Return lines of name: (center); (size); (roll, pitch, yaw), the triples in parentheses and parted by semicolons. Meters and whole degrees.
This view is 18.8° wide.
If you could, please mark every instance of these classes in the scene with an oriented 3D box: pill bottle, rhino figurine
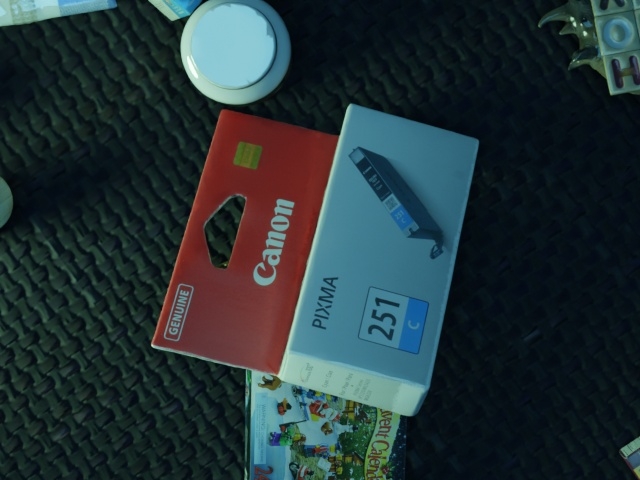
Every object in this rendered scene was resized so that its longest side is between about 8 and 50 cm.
pill bottle: (-0.080, -0.184, 1.875); (0.108, 0.180, 0.108); (0, 94, 0)
rhino figurine: (0.337, -0.195, 1.928); (0.243, 0.073, 0.106); (10, 90, 1)

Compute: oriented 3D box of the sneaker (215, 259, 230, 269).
sneaker: (-0.035, 0.047, 1.952); (0.192, 0.064, 0.086); (-23, 107, -3)

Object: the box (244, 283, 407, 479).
box: (0.006, 0.150, 1.927); (0.159, 0.044, 0.233); (-1, 104, -9)

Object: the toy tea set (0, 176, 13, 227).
toy tea set: (-0.466, -0.088, 1.909); (0.336, 0.124, 0.200); (9, 93, 0)

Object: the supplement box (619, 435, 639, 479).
supplement box: (0.354, 0.215, 1.963); (0.083, 0.043, 0.055); (-35, 94, 3)

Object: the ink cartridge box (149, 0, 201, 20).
ink cartridge box: (-0.186, -0.298, 1.888); (0.181, 0.104, 0.061); (40, 83, -13)

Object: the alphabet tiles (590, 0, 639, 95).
alphabet tiles: (0.386, -0.220, 1.889); (0.237, 0.009, 0.198); (-11, 85, -4)

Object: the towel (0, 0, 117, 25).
towel: (-0.359, -0.314, 1.943); (0.285, 0.034, 0.209); (-8, 94, 0)

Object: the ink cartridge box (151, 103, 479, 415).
ink cartridge box: (0.000, 0.000, 1.865); (0.261, 0.066, 0.296); (14, 57, -1)
